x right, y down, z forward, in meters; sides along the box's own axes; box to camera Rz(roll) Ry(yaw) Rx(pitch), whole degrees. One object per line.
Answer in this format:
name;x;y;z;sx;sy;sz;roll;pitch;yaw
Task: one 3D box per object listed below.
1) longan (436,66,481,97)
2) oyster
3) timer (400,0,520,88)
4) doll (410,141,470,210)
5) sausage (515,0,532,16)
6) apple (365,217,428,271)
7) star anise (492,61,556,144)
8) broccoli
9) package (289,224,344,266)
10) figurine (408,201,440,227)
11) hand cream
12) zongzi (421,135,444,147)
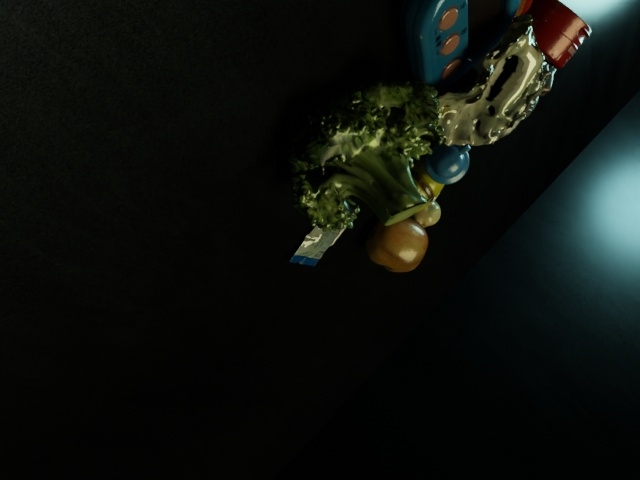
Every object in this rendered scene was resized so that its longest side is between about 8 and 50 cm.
longan;0.334;-0.361;1.714;0.176;0.145;0.155;-86;-165;-77
oyster;0.392;-0.362;1.589;0.238;0.114;0.351;28;96;-49
timer;0.306;-0.503;1.492;0.309;0.115;0.340;-43;156;-6
doll;0.283;-0.173;1.899;0.199;0.145;0.363;-43;-175;-39
sausage;0.493;-0.632;1.651;0.083;0.083;0.264;-36;156;-23
apple;0.227;0.010;2.109;0.199;0.199;0.199;-37;155;-21
star anise;0.593;-0.437;2.098;0.316;0.139;0.359;-45;173;15
broccoli;0.089;-0.177;1.473;0.338;0.318;0.277;5;154;-7
package;0.000;0.000;1.889;0.173;0.027;0.171;-51;160;11
figurine;0.304;-0.069;2.227;0.114;0.108;0.196;-13;159;-37
hand cream;0.593;-0.551;1.810;0.125;0.193;0.193;-52;156;19
zongzi;0.319;-0.272;1.924;0.205;0.094;0.204;-27;158;-28
